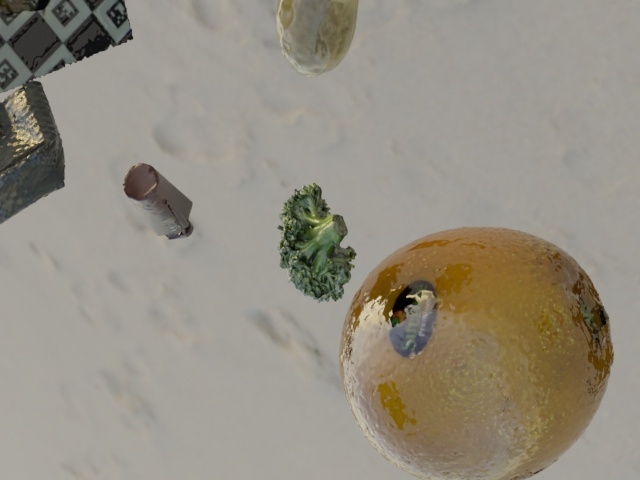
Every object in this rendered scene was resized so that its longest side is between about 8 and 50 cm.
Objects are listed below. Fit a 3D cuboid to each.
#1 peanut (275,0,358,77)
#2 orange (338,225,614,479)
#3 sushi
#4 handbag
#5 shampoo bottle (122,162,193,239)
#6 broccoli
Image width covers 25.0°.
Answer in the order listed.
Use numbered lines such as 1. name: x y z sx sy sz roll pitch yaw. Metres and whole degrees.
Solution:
1. peanut: 0.008 -0.326 1.804 0.123 0.123 0.257 29 115 46
2. orange: 0.156 0.116 1.443 0.274 0.274 0.274 42 154 26
3. sushi: -0.394 -0.339 1.806 0.059 0.294 0.292 20 127 47
4. handbag: -0.479 -0.104 2.025 0.175 0.270 0.089 54 174 33
5. shampoo bottle: -0.251 -0.052 2.290 0.068 0.067 0.236 1 163 13
6. broccoli: 0.000 0.000 1.361 0.095 0.097 0.092 42 134 -13
